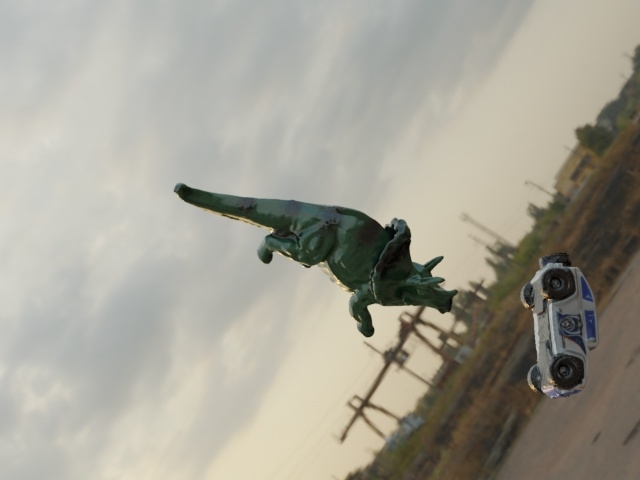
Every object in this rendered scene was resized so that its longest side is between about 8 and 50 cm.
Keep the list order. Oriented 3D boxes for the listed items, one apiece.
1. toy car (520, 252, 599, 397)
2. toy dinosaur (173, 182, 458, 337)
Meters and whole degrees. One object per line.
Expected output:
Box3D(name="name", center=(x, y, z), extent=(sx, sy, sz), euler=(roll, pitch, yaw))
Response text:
Box3D(name="toy car", center=(0.284, 0.099, 0.965), extent=(0.080, 0.070, 0.171), euler=(105, 165, -73))
Box3D(name="toy dinosaur", center=(-0.003, 0.014, 0.821), extent=(0.079, 0.291, 0.120), euler=(-73, -2, -54))
